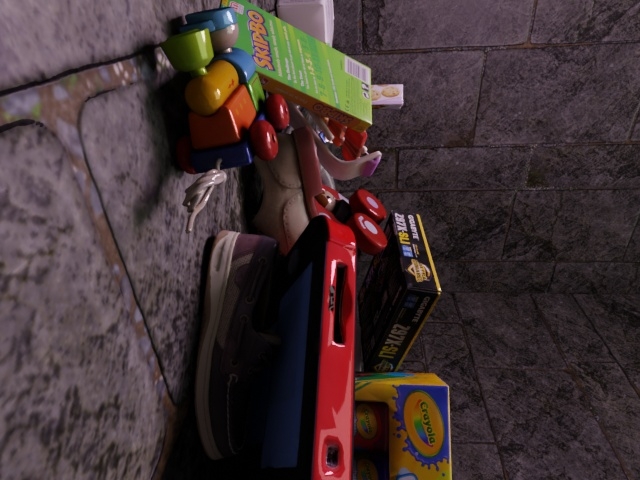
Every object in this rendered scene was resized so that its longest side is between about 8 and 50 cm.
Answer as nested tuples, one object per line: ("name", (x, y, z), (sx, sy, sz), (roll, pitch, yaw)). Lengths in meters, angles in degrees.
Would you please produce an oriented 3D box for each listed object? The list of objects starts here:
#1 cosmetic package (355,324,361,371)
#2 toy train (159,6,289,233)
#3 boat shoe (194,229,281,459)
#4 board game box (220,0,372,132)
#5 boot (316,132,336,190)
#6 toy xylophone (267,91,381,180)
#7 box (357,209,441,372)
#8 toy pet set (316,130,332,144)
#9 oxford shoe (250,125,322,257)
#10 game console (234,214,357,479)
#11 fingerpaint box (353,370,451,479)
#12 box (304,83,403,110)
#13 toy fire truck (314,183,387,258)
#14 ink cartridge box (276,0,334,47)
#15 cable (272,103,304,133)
("cosmetic package", (0.011, 0.451, 1.104), (0.230, 0.162, 0.452), (117, -25, -78))
("toy train", (-0.111, -0.135, 0.411), (0.248, 0.105, 0.143), (-82, 160, -54))
("boat shoe", (-0.097, 0.127, 0.533), (0.103, 0.093, 0.285), (64, 27, -77))
("board game box", (-0.034, -0.264, 0.634), (0.039, 0.260, 0.124), (-32, -131, 49))
("boot", (-0.022, -0.229, 1.336), (0.161, 0.084, 0.246), (-58, 133, -72))
("toy xylophone", (-0.010, -0.243, 0.768), (0.322, 0.081, 0.236), (53, -3, -4))
("box", (0.169, 0.132, 0.997), (0.257, 0.080, 0.321), (-87, -170, -51))
("toy pet set", (-0.003, -0.413, 1.767), (0.114, 0.065, 0.122), (-11, -107, 60))
("oxford shoe", (-0.059, -0.023, 0.766), (0.123, 0.130, 0.348), (-123, -155, -72))
("game console", (-0.052, 0.188, 0.580), (0.342, 0.060, 0.386), (-44, -146, 53))
("fingerpaint box", (0.074, 0.510, 0.870), (0.163, 0.372, 0.444), (59, 32, -79))
("box", (0.100, -0.456, 1.340), (0.063, 0.324, 0.067), (-30, 120, -87))
("toy fire truck", (0.008, -0.053, 0.982), (0.169, 0.254, 0.302), (-45, -163, 28))
("ink cartridge box", (-0.030, -0.580, 1.085), (0.198, 0.115, 0.272), (83, 10, -55))
("cable", (-0.088, -0.290, 0.960), (0.139, 0.072, 0.287), (110, 0, -52))
